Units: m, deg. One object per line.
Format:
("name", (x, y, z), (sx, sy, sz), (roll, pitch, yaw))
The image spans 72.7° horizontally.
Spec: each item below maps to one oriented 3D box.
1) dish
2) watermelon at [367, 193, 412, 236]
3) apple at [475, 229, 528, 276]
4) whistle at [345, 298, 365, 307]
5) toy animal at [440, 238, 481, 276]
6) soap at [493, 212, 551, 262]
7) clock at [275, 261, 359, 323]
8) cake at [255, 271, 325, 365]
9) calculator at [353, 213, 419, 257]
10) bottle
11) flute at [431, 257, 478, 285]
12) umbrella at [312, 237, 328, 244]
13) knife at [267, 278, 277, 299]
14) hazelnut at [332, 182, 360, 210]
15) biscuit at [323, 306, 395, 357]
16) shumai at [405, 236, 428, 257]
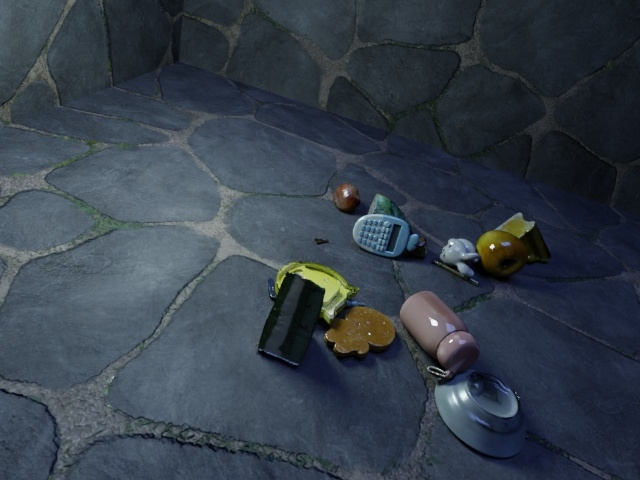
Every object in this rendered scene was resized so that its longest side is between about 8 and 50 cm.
("dish", (0.528, 0.517, 1.386), (0.317, 0.106, 0.316), (12, 34, -8))
("watermelon", (0.311, -0.085, 2.106), (0.262, 0.201, 0.212), (40, 27, -17))
("apple", (0.871, 0.055, 2.108), (0.237, 0.236, 0.207), (14, 31, -7))
("whistle", (0.122, 0.241, 1.653), (0.100, 0.035, 0.035), (9, 35, -15))
("toy animal", (0.666, 0.070, 2.051), (0.179, 0.127, 0.193), (31, 20, 15))
("soap", (1.043, 0.070, 2.333), (0.338, 0.304, 0.169), (45, 9, -36))
("clock", (-0.029, 0.189, 1.622), (0.294, 0.071, 0.277), (32, 36, 22))
("cake", (-0.075, 0.219, 1.392), (0.158, 0.283, 0.172), (22, 17, 5))
("calculator", (0.298, -0.021, 1.981), (0.303, 0.188, 0.042), (14, 13, -6))
("bottle", (0.408, 0.333, 1.517), (0.173, 0.206, 0.297), (39, 7, -35))
("flute", (0.630, 0.148, 2.036), (0.233, 0.027, 0.027), (28, 35, 15))
("umbrella", (-0.001, 0.002, 1.956), (0.083, 0.020, 0.031), (1, 38, -33))
("knife", (-0.179, 0.177, 1.619), (0.031, 0.018, 0.121), (0, 36, -14))
("hazelnut", (0.131, -0.221, 2.243), (0.143, 0.143, 0.154), (1, 53, -24))
("biscuit", (0.139, 0.326, 1.533), (0.289, 0.044, 0.202), (-21, 49, -42))
("shumai", (0.454, 0.036, 2.065), (0.123, 0.139, 0.105), (-17, 74, -2))
